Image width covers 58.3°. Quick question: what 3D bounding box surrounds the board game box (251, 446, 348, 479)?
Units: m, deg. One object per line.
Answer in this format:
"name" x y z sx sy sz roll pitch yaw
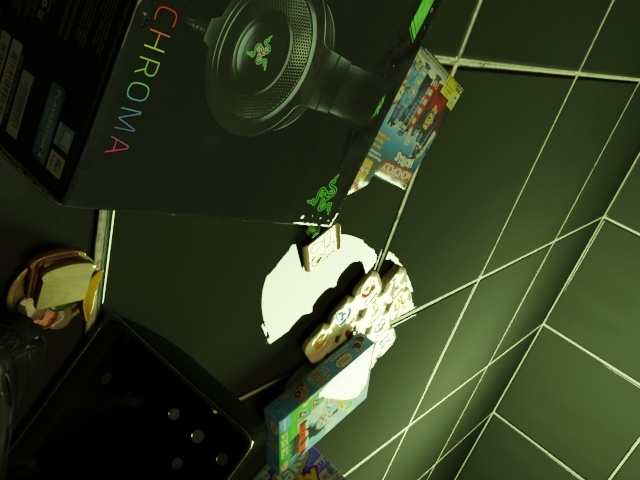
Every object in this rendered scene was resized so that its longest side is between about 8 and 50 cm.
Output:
"board game box" -0.073 0.532 0.947 0.347 0.233 0.078 -44 148 -18

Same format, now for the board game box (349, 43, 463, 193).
"board game box" 0.063 -0.132 0.662 0.194 0.060 0.194 15 108 -58

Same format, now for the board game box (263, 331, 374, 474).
"board game box" 0.000 0.263 0.934 0.211 0.039 0.160 -33 143 -34

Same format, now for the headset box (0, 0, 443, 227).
"headset box" -0.052 -0.146 0.419 0.283 0.131 0.246 4 117 -56

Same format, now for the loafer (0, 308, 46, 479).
"loafer" -0.279 0.159 0.440 0.078 0.076 0.223 -103 -143 -77

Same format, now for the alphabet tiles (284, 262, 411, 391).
"alphabet tiles" 0.055 0.171 0.980 0.284 0.021 0.278 -46 148 -15

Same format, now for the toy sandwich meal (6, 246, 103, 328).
"toy sandwich meal" -0.216 0.043 0.476 0.085 0.029 0.085 -34 144 -30

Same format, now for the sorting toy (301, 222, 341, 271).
"sorting toy" 0.000 0.000 0.747 0.062 0.012 0.083 -35 147 -22

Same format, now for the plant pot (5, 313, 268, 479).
"plant pot" -0.160 0.209 0.581 0.188 0.187 0.167 -54 161 -2
